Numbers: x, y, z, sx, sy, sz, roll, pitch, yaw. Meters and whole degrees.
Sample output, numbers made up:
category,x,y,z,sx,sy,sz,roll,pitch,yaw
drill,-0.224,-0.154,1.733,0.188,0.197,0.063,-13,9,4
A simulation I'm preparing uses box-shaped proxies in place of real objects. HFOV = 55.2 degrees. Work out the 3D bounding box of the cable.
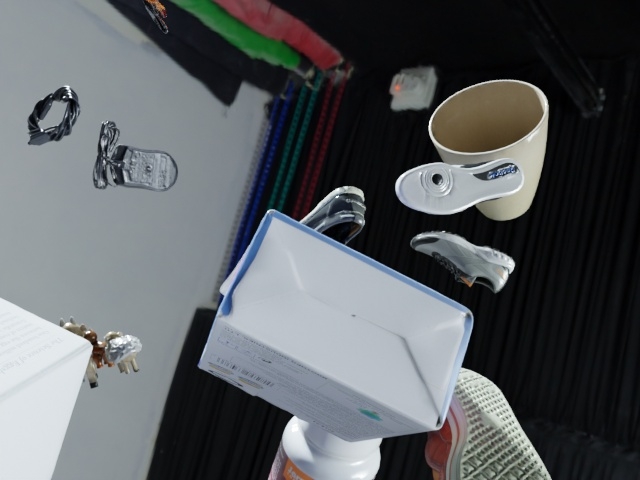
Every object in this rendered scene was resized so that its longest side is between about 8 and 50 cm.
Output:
category,x,y,z,sx,sy,sz,roll,pitch,yaw
cable,-0.652,-0.311,1.511,0.184,0.150,0.047,-16,-33,28

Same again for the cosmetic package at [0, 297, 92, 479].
category,x,y,z,sx,sy,sz,roll,pitch,yaw
cosmetic package,-0.312,0.109,0.374,0.225,0.138,0.224,24,16,9

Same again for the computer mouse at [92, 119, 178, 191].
category,x,y,z,sx,sy,sz,roll,pitch,yaw
computer mouse,-0.523,-0.214,1.721,0.072,0.188,0.272,4,-5,37

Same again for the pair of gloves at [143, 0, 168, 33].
category,x,y,z,sx,sy,sz,roll,pitch,yaw
pair of gloves,-0.236,-0.329,0.847,0.074,0.010,0.083,53,-12,-2

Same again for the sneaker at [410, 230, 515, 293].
category,x,y,z,sx,sy,sz,roll,pitch,yaw
sneaker,0.363,0.053,1.600,0.271,0.108,0.100,20,-15,14

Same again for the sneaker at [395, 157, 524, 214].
category,x,y,z,sx,sy,sz,roll,pitch,yaw
sneaker,0.203,-0.079,0.981,0.217,0.079,0.121,-7,-2,-18

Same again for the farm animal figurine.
category,x,y,z,sx,sy,sz,roll,pitch,yaw
farm animal figurine,-0.675,0.297,1.599,0.330,0.172,0.327,-17,7,-36

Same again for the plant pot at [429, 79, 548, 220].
category,x,y,z,sx,sy,sz,roll,pitch,yaw
plant pot,0.412,-0.186,1.429,0.256,0.256,0.274,11,-35,36

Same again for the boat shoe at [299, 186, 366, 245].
category,x,y,z,sx,sy,sz,roll,pitch,yaw
boat shoe,0.000,0.000,1.100,0.084,0.079,0.233,11,-39,-33

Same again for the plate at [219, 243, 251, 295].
category,x,y,z,sx,sy,sz,roll,pitch,yaw
plate,-0.133,0.148,1.807,0.278,0.045,0.277,35,-47,-4

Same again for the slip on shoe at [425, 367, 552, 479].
category,x,y,z,sx,sy,sz,roll,pitch,yaw
slip on shoe,0.178,0.267,0.685,0.123,0.101,0.331,19,18,-4

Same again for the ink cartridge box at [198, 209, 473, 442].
category,x,y,z,sx,sy,sz,roll,pitch,yaw
ink cartridge box,-0.012,0.147,0.830,0.270,0.151,0.395,28,-26,-3

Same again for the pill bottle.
category,x,y,z,sx,sy,sz,roll,pitch,yaw
pill bottle,0.003,0.522,1.369,0.224,0.392,0.224,15,22,-6
